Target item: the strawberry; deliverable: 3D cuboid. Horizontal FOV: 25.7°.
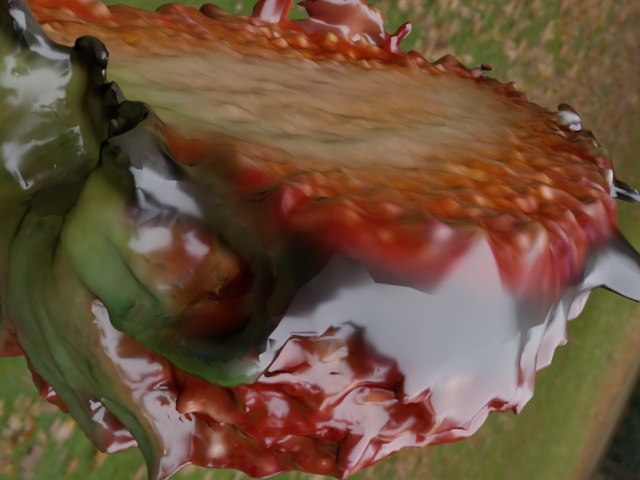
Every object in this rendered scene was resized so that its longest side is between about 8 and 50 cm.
[{"bbox_3d":[0.000,0.000,0.499,0.306,0.233,0.138,-1,122,-53],"label":"strawberry"}]
